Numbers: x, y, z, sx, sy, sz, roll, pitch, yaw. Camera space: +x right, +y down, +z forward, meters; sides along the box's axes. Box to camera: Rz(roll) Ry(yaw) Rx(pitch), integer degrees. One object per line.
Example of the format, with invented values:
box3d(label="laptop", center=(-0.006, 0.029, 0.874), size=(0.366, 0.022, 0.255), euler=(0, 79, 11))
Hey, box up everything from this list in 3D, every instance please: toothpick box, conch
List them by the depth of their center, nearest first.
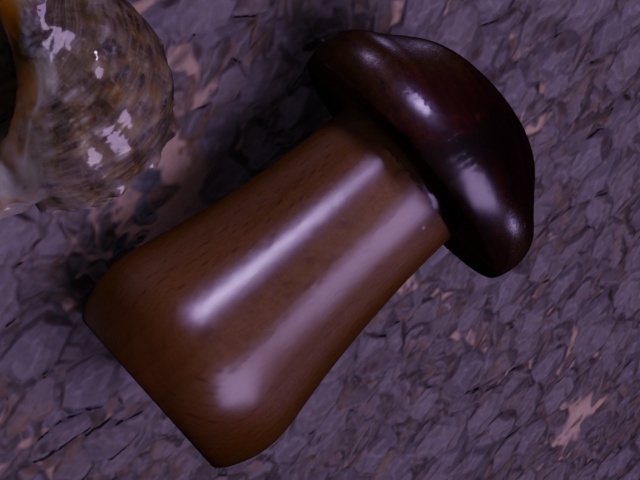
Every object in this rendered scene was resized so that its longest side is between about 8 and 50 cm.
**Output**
box3d(label="conch", center=(-0.161, -0.086, 0.862), size=(0.155, 0.130, 0.207), euler=(-51, 136, -27))
box3d(label="toothpick box", center=(0.000, 0.000, 1.105), size=(0.294, 0.192, 0.192), euler=(-41, 147, -8))
